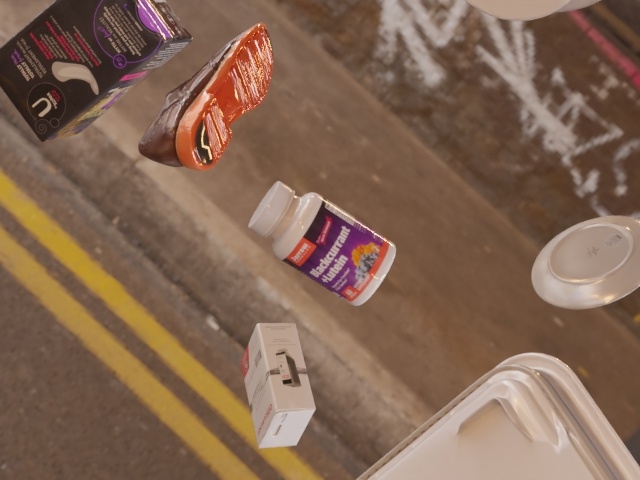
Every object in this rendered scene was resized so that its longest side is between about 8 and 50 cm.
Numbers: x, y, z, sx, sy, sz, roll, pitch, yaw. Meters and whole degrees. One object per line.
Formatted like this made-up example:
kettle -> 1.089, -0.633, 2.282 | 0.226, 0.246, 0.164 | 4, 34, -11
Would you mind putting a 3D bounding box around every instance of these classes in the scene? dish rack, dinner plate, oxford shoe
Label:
dish rack -> 0.116, 0.276, 0.944 | 0.072, 0.333, 0.285 | 23, 31, -51
dinner plate -> 0.291, 0.018, 1.254 | 0.017, 0.141, 0.141 | 60, 6, -34
oxford shoe -> -0.142, -0.195, 1.506 | 0.271, 0.098, 0.097 | -59, 143, -43

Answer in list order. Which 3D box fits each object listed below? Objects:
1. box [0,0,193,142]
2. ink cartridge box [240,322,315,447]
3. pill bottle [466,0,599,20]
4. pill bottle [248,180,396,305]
box -> -0.369, -0.303, 1.885 | 0.165, 0.270, 0.143 | 54, 16, -2
ink cartridge box -> -0.057, 0.190, 1.542 | 0.056, 0.099, 0.135 | 1, 52, -21
pill bottle -> 0.152, -0.209, 0.706 | 0.121, 0.121, 0.216 | 42, 42, 3
pill bottle -> 0.000, 0.000, 1.660 | 0.193, 0.108, 0.108 | 32, 20, -10
